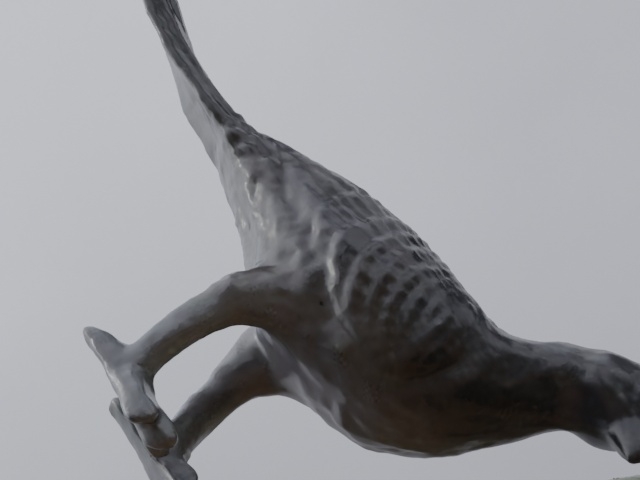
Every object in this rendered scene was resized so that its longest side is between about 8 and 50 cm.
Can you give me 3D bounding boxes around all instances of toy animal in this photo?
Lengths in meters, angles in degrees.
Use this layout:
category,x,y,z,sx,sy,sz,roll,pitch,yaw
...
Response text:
category,x,y,z,sx,sy,sz,roll,pitch,yaw
toy animal,-0.011,0.030,0.727,0.206,0.367,0.081,-42,-27,-26

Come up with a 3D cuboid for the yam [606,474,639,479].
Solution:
category,x,y,z,sx,sy,sz,roll,pitch,yaw
yam,0.196,0.208,1.201,0.146,0.069,0.069,-6,-51,-23
